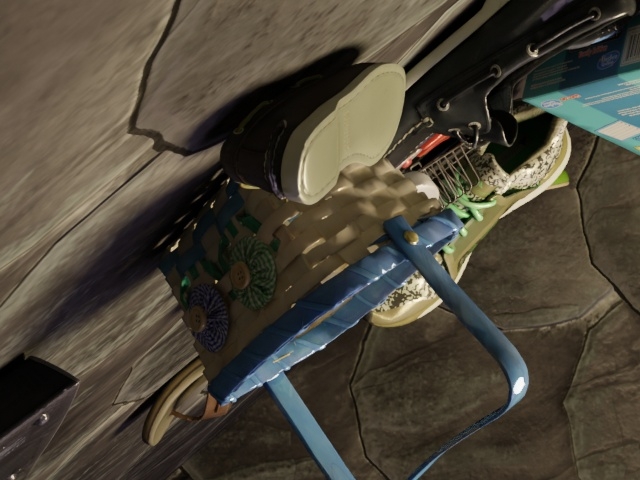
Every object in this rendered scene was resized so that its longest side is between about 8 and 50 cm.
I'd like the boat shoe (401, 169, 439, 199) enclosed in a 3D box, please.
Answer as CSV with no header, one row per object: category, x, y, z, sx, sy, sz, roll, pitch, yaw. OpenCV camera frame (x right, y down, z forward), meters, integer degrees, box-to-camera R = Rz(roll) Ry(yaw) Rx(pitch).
boat shoe,0.000,0.000,1.725,0.267,0.088,0.096,-40,149,20

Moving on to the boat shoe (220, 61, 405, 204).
boat shoe,0.001,-0.090,1.250,0.228,0.068,0.081,-37,134,-61

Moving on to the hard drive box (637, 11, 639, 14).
hard drive box,0.468,-0.354,2.051,0.232,0.089,0.181,-42,174,11

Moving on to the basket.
basket,0.014,0.067,1.366,0.201,0.289,0.255,-34,170,-45

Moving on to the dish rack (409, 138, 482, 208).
dish rack,0.100,-0.038,2.032,0.208,0.074,0.271,-35,179,36

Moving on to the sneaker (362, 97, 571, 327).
sneaker,0.182,-0.060,2.181,0.410,0.158,0.182,-47,173,-15

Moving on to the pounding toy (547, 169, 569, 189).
pounding toy,0.238,-0.113,2.421,0.236,0.110,0.183,-10,-179,-7

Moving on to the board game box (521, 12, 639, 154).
board game box,0.454,-0.162,1.999,0.254,0.336,0.079,-9,-117,60

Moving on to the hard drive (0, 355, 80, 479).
hard drive,-0.299,0.187,1.421,0.172,0.054,0.255,-37,173,-28

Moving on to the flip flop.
flip flop,-0.134,0.188,2.264,0.277,0.080,0.112,-41,174,-1

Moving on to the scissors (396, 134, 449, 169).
scissors,0.115,-0.103,2.006,0.297,0.021,0.109,-41,174,-5

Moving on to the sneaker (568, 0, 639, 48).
sneaker,0.338,-0.281,1.886,0.209,0.069,0.082,-40,177,-9

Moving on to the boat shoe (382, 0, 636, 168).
boat shoe,0.155,-0.143,1.551,0.340,0.113,0.127,-43,174,20
